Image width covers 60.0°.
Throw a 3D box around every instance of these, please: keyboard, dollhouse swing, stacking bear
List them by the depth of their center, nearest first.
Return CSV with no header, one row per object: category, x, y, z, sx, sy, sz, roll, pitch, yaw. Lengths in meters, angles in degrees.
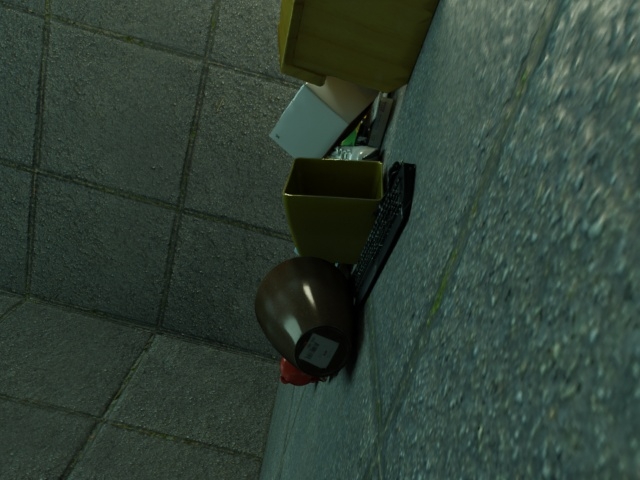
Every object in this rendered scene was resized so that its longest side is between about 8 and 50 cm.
keyboard,0.115,-0.028,1.053,0.317,0.033,0.201,110,175,-51
dollhouse swing,0.077,-0.573,1.324,0.346,0.305,0.315,107,163,-45
keyboard,0.144,-0.356,1.578,0.256,0.014,0.072,-178,105,-87
stacking bear,-0.060,0.289,1.629,0.289,0.176,0.164,-90,4,-46

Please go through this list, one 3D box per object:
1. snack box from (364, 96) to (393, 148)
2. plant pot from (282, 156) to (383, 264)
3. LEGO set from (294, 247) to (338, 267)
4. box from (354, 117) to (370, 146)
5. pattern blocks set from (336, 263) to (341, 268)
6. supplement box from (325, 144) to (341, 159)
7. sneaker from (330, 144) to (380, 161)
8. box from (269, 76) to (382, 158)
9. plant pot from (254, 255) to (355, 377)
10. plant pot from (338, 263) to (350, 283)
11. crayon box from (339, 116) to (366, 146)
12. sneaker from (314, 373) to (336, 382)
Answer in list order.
snack box,0.165,-0.332,1.575,0.100,0.037,0.141,-87,13,-82
plant pot,0.033,-0.062,1.282,0.212,0.212,0.187,-80,-8,-59
LEGO set,0.000,0.000,1.739,0.060,0.182,0.244,-27,-34,-44
box,0.151,-0.361,1.874,0.083,0.052,0.062,111,174,-55
pattern blocks set,0.019,0.142,1.478,0.325,0.026,0.285,82,-152,-80
supplement box,0.053,-0.247,1.790,0.080,0.188,0.104,-77,4,-49
sneaker,0.089,-0.213,1.531,0.297,0.129,0.111,-112,39,-84
box,0.035,-0.396,1.669,0.215,0.168,0.345,-47,2,43
plant pot,-0.018,0.169,1.109,0.230,0.215,0.215,-121,45,-70
plant pot,0.029,0.168,1.352,0.236,0.032,0.236,19,-90,-83
crayon box,0.129,-0.424,2.341,0.202,0.081,0.318,119,167,-80
sneaker,0.008,0.272,1.252,0.175,0.064,0.067,119,175,-68
